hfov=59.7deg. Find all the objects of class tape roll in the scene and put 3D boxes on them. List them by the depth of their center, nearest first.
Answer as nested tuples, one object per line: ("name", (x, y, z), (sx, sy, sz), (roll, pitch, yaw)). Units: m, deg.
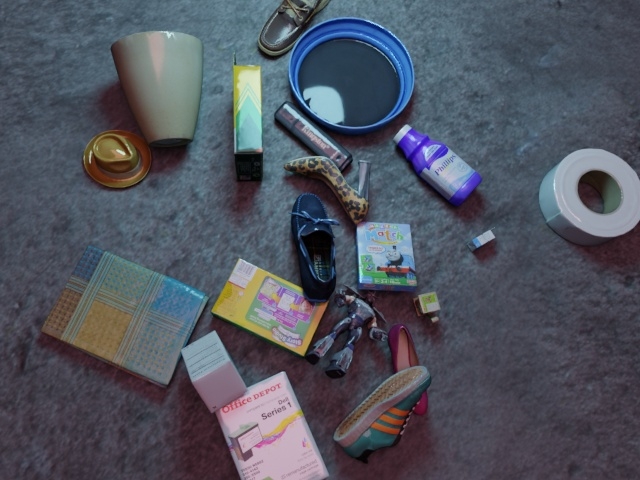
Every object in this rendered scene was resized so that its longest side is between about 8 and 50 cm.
("tape roll", (0.817, -0.130, 1.688), (0.286, 0.100, 0.286), (2, 74, -6))

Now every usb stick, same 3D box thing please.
("usb stick", (-0.023, -0.313, 1.687), (0.278, 0.045, 0.077), (42, 78, 6))

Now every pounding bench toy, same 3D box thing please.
("pounding bench toy", (0.300, 0.194, 1.561), (0.052, 0.065, 0.083), (-11, 75, -10))

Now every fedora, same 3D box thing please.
("fedora", (-0.586, -0.246, 1.595), (0.194, 0.079, 0.194), (2, 74, -6))

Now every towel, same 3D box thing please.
("towel", (-0.517, 0.198, 1.497), (0.370, 0.040, 0.271), (22, 72, 3))

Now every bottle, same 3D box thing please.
("bottle", (0.344, -0.233, 1.674), (0.283, 0.092, 0.118), (43, 76, 7))

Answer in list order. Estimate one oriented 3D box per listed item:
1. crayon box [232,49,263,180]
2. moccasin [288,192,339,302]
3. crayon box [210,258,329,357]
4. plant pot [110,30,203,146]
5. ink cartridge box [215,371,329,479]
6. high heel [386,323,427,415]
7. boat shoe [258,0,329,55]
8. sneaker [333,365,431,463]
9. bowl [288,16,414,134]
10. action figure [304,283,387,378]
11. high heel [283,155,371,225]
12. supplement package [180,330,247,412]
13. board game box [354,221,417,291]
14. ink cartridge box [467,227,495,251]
("crayon box", (-0.207, -0.354, 1.599), (0.081, 0.202, 0.319), (-2, 75, -7))
("moccasin", (0.000, 0.000, 1.526), (0.137, 0.117, 0.342), (-3, 57, -17))
("crayon box", (-0.135, 0.185, 1.512), (0.278, 0.081, 0.165), (26, 73, 1))
("plant pot", (-0.448, -0.414, 1.591), (0.256, 0.256, 0.274), (-7, 91, -7))
("ink cartridge box", (-0.128, 0.497, 1.404), (0.201, 0.117, 0.278), (-22, 77, -11))
("high heel", (0.240, 0.343, 1.484), (0.082, 0.117, 0.244), (-10, 75, -9))
("boat shoe", (-0.078, -0.735, 1.763), (0.123, 0.123, 0.342), (38, 74, 6))
("sneaker", (0.182, 0.451, 1.442), (0.302, 0.108, 0.121), (-41, 100, 6))
("bowl", (0.095, -0.508, 1.739), (0.391, 0.077, 0.391), (1, 74, -5))
("action figure", (0.084, 0.231, 1.485), (0.185, 0.099, 0.285), (37, 55, 3))
("high heel", (0.014, -0.143, 1.611), (0.261, 0.093, 0.186), (5, 86, 8))
("supplement package", (-0.269, 0.324, 1.396), (0.105, 0.179, 0.105), (-29, 115, -13))
("board game box", (0.181, 0.043, 1.574), (0.160, 0.039, 0.212), (3, 53, -5))
("ink cartridge box", (0.480, -0.002, 1.643), (0.083, 0.048, 0.028), (-28, 78, -12))
